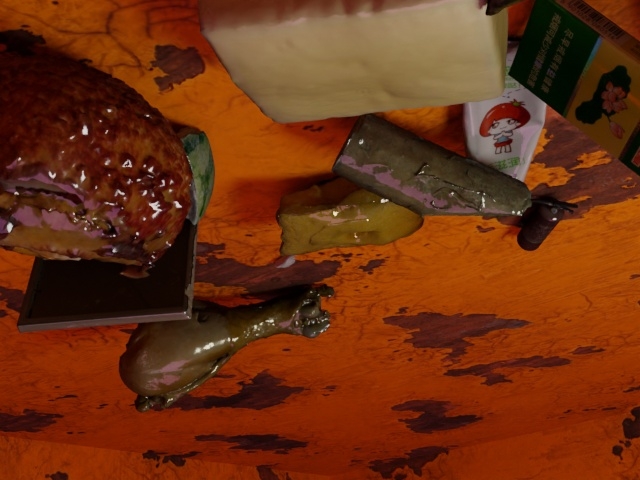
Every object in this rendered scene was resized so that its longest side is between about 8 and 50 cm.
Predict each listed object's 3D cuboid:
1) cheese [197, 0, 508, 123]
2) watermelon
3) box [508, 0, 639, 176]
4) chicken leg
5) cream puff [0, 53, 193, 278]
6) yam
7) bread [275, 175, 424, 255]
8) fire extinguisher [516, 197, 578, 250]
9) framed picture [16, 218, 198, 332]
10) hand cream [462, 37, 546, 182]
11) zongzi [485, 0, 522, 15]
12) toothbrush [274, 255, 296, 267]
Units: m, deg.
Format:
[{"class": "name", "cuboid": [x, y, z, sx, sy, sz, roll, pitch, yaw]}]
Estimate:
[{"class": "cheese", "cuboid": [0.045, -0.213, 0.922, 0.265, 0.124, 0.242, -4, 169, 15]}, {"class": "watermelon", "cuboid": [-0.203, -0.085, 1.247, 0.158, 0.098, 0.121, -18, 122, 24]}, {"class": "box", "cuboid": [0.314, -0.162, 1.005, 0.034, 0.235, 0.132, -36, 156, -26]}, {"class": "chicken leg", "cuboid": [-0.173, 0.177, 1.765, 0.429, 0.201, 0.153, -15, 149, -9]}, {"class": "cream puff", "cuboid": [-0.305, -0.090, 1.051, 0.350, 0.229, 0.350, 9, 175, 1]}, {"class": "yam", "cuboid": [0.144, -0.082, 1.228, 0.259, 0.106, 0.106, 24, 150, -11]}, {"class": "bread", "cuboid": [0.045, -0.044, 1.403, 0.233, 0.088, 0.161, -5, 162, -6]}, {"class": "fire extinguisher", "cuboid": [0.359, -0.034, 1.532, 0.078, 0.045, 0.157, 19, 157, 2]}, {"class": "framed picture", "cuboid": [-0.267, 0.004, 1.229, 0.211, 0.290, 0.020, -5, 130, 0]}, {"class": "hand cream", "cuboid": [0.240, -0.153, 1.226, 0.121, 0.076, 0.336, -7, 150, 2]}, {"class": "zongzi", "cuboid": [0.151, -0.330, 0.553, 0.403, 0.208, 0.432, 14, 141, -41]}, {"class": "toothbrush", "cuboid": [0.000, 0.000, 1.574, 0.024, 0.018, 0.257, 9, 153, -35]}]
